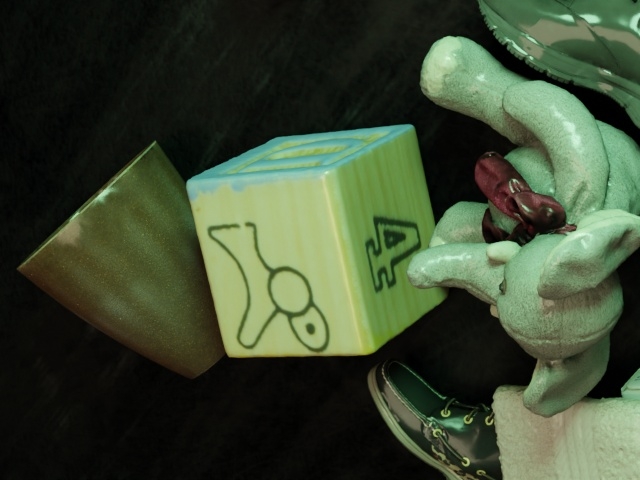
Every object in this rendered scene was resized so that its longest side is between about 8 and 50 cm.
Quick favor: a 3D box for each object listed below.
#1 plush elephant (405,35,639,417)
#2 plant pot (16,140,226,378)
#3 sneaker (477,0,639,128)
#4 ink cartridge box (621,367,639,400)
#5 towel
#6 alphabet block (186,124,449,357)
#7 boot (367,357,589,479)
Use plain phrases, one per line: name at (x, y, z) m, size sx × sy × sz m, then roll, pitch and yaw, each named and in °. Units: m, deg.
plush elephant at (0.202, 0.009, 1.442) m, size 0.330 × 0.255 × 0.272 m, roll 19°, pitch 131°, yaw 19°
plant pot at (-0.191, 0.042, 1.772) m, size 0.230 × 0.215 × 0.215 m, roll 48°, pitch 127°, yaw -8°
sneaker at (0.282, -0.191, 1.440) m, size 0.286 × 0.109 × 0.130 m, roll 30°, pitch 112°, yaw 12°
ink cartridge box at (0.400, 0.221, 1.513) m, size 0.154 × 0.093 × 0.212 m, roll -7°, pitch 106°, yaw 34°
towel at (0.268, 0.282, 1.545) m, size 0.187 × 0.049 × 0.282 m, roll 3°, pitch 112°, yaw 40°
alphabet block at (0.000, 0.000, 1.623) m, size 0.192 × 0.193 × 0.197 m, roll -2°, pitch 107°, yaw 35°
boot at (0.182, 0.182, 1.645) m, size 0.236 × 0.085 × 0.178 m, roll 47°, pitch 124°, yaw 1°
